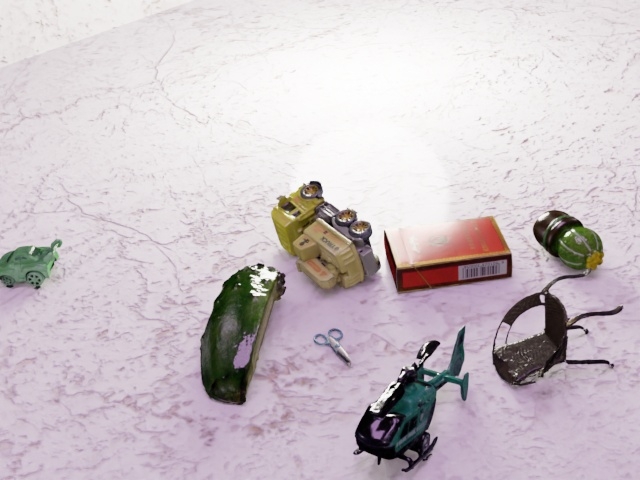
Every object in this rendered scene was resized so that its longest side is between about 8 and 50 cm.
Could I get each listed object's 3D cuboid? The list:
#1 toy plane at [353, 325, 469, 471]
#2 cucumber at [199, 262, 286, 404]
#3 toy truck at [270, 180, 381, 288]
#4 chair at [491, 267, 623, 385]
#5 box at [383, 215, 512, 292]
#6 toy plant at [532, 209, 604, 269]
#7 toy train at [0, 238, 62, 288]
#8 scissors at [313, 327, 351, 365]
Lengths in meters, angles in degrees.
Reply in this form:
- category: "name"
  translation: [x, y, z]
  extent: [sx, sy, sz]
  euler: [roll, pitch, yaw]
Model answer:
- category: "toy plane"
  translation: [0.158, 0.267, 1.773]
  extent: [0.106, 0.155, 0.382]
  euler: [16, 22, 31]
- category: "cucumber"
  translation: [-0.161, 0.169, 2.015]
  extent: [0.145, 0.105, 0.325]
  euler: [1, 36, 9]
- category: "toy truck"
  translation: [0.000, 0.000, 2.228]
  extent: [0.157, 0.124, 0.272]
  euler: [-32, 43, -18]
- category: "chair"
  translation: [0.413, 0.165, 1.893]
  extent: [0.213, 0.149, 0.174]
  euler: [-16, 36, -7]
- category: "box"
  translation: [0.261, 0.026, 2.192]
  extent: [0.240, 0.074, 0.153]
  euler: [-7, 37, -4]
- category: "toy plant"
  translation: [0.512, 0.004, 2.166]
  extent: [0.093, 0.092, 0.162]
  euler: [-21, 39, -21]
- category: "toy train"
  translation: [-0.629, 0.046, 2.290]
  extent: [0.149, 0.081, 0.099]
  euler: [-1, 34, 7]
- category: "scissors"
  translation: [0.032, 0.202, 2.008]
  extent: [0.058, 0.014, 0.119]
  euler: [-19, 32, -18]
